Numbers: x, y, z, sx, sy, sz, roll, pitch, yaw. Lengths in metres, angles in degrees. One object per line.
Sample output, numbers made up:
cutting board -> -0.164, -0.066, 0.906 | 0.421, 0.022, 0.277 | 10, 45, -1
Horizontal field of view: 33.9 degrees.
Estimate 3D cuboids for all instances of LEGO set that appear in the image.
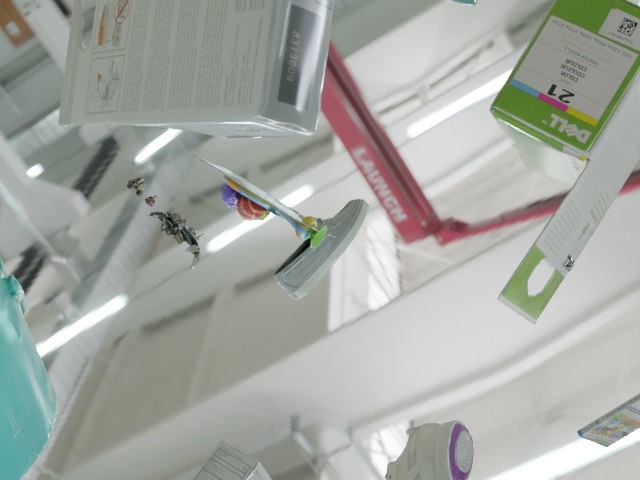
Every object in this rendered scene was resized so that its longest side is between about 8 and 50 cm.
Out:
LEGO set -> -0.113, -0.018, 0.798 | 0.023, 0.083, 0.054 | -38, -149, -15

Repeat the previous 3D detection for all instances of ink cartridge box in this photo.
ink cartridge box -> -0.140, -0.269, 1.154 | 0.091, 0.308, 0.385 | 10, 177, -43
ink cartridge box -> 0.201, -0.067, 0.906 | 0.255, 0.097, 0.189 | -58, 158, 2

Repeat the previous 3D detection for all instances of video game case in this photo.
video game case -> 0.569, 0.326, 1.934 | 0.166, 0.119, 0.015 | -38, -129, 22

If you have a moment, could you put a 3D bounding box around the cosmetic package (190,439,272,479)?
cosmetic package -> -0.074, 0.318, 1.129 | 0.060, 0.239, 0.099 | 24, -117, 36

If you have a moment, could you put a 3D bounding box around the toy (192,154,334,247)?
toy -> -0.099, -0.054, 1.705 | 0.056, 0.237, 0.137 | -62, 162, 2

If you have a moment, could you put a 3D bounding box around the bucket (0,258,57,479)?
bucket -> -0.384, 0.124, 0.942 | 0.281, 0.183, 0.281 | -11, -144, 8

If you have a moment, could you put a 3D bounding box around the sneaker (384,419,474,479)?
sneaker -> 0.181, 0.468, 1.864 | 0.152, 0.114, 0.305 | -6, -124, 39

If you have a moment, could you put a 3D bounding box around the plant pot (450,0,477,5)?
plant pot -> 0.209, -0.534, 1.742 | 0.271, 0.272, 0.255 | -109, -147, -71

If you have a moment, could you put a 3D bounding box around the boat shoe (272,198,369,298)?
boat shoe -> -0.001, 0.000, 1.937 | 0.227, 0.081, 0.079 | -51, -165, -9
